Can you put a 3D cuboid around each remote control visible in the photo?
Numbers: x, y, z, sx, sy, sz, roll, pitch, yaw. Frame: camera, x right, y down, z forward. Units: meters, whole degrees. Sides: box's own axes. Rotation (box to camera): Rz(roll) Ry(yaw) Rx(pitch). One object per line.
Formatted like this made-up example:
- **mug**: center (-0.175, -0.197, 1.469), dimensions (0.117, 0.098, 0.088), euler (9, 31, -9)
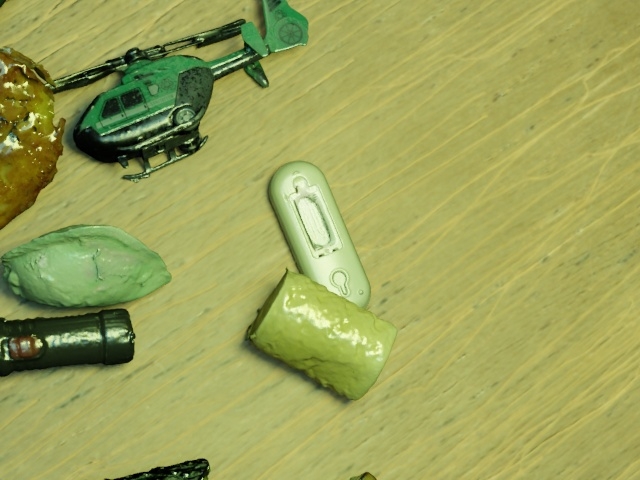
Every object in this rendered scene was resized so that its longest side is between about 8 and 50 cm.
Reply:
- **remote control**: center (0.000, 0.000, 2.026), dimensions (0.078, 0.042, 0.221), euler (-22, 86, -15)

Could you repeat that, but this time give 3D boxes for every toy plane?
- **toy plane**: center (-0.182, -0.199, 2.002), dimensions (0.382, 0.106, 0.155), euler (-26, 74, -9)

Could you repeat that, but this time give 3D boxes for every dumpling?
- **dumpling**: center (-0.283, 0.032, 1.914), dimensions (0.217, 0.149, 0.105), euler (2, 91, -17)

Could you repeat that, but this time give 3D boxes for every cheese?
- **cheese**: center (0.002, 0.121, 1.966), dimensions (0.167, 0.123, 0.094), euler (30, 33, -6)

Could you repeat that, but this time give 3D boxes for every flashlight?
- **flashlight**: center (-0.344, 0.128, 1.917), dimensions (0.232, 0.093, 0.093), euler (-4, 81, -12)

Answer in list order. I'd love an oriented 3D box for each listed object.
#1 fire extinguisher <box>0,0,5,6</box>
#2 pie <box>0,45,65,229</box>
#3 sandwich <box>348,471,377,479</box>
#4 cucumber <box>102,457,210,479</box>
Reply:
- **fire extinguisher**: center (-0.462, -0.310, 1.969), dimensions (0.114, 0.095, 0.311), euler (31, 75, 15)
- **pie**: center (-0.462, -0.130, 1.898), dimensions (0.308, 0.085, 0.308), euler (-2, 104, -8)
- **sandwich**: center (0.046, 0.425, 1.909), dimensions (0.186, 0.108, 0.220), euler (-36, 91, -27)
- **cucumber**: center (-0.281, 0.328, 1.901), dimensions (0.303, 0.081, 0.072), euler (-10, 39, -8)
